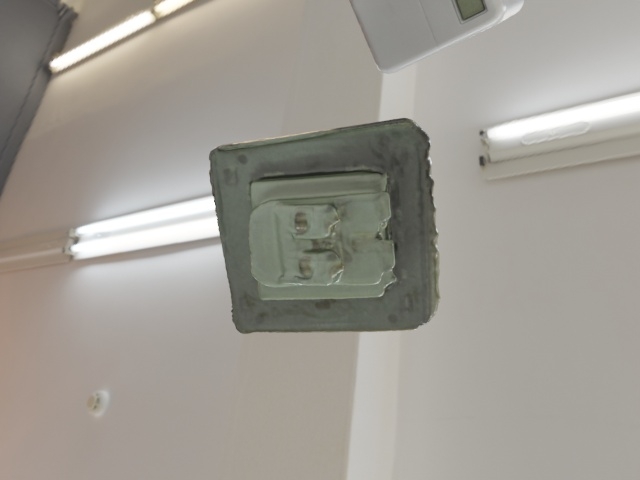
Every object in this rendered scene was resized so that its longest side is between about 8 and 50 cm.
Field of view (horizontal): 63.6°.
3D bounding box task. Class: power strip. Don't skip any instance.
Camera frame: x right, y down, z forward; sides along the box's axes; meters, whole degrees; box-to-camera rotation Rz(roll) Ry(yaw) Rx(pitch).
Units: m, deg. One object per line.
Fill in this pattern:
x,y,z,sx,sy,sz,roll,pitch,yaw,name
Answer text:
0.000,0.000,0.473,0.214,0.064,0.198,-6,-79,13,power strip

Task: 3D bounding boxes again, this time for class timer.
0.166,-0.384,0.762,0.195,0.192,0.195,-16,-163,34,timer
